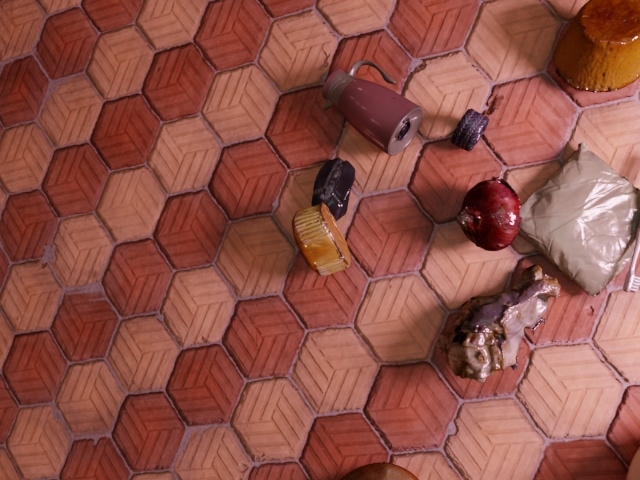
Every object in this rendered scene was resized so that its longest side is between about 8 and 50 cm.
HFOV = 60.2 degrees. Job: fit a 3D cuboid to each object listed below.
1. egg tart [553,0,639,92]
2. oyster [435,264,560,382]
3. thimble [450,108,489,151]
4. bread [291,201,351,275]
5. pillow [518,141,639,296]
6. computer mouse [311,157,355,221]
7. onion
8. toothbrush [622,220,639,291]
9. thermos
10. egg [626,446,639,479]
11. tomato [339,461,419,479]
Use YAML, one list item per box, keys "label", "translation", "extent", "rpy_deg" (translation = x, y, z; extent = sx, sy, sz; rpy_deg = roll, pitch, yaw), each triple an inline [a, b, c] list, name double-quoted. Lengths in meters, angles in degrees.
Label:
- label: "egg tart"
  translation: [0.672, -0.472, 1.308]
  extent: [0.215, 0.171, 0.215]
  rpy_deg: [-6, 69, 14]
- label: "oyster"
  translation: [0.441, 0.200, 1.334]
  extent: [0.337, 0.133, 0.198]
  rpy_deg: [-34, 51, -4]
- label: "thimble"
  translation: [0.379, -0.280, 1.405]
  extent: [0.066, 0.104, 0.095]
  rpy_deg: [32, 96, 13]
- label: "bread"
  translation: [0.000, 0.000, 1.455]
  extent: [0.114, 0.132, 0.190]
  rpy_deg: [-18, 111, 14]
- label: "pillow"
  translation: [0.646, -0.052, 1.333]
  extent: [0.281, 0.076, 0.274]
  rpy_deg: [44, 95, 13]
- label: "computer mouse"
  translation: [0.030, -0.133, 1.510]
  extent: [0.106, 0.062, 0.192]
  rpy_deg: [19, 92, 15]
- label: "onion"
  translation: [0.397, -0.064, 1.342]
  extent: [0.147, 0.184, 0.184]
  rpy_deg: [1, 85, -22]
- label: "toothbrush"
  translation: [0.753, -0.044, 1.273]
  extent: [0.030, 0.025, 0.342]
  rpy_deg: [16, 85, 0]
- label: "thermos"
  translation: [0.133, -0.365, 1.462]
  extent: [0.265, 0.146, 0.176]
  rpy_deg: [40, 103, 20]
- label: "egg"
  translation: [0.789, 0.543, 1.147]
  extent: [0.283, 0.283, 0.345]
  rpy_deg: [8, 73, 15]
- label: "tomato"
  translation: [0.138, 0.702, 1.325]
  extent: [0.304, 0.239, 0.303]
  rpy_deg: [0, 88, 12]
